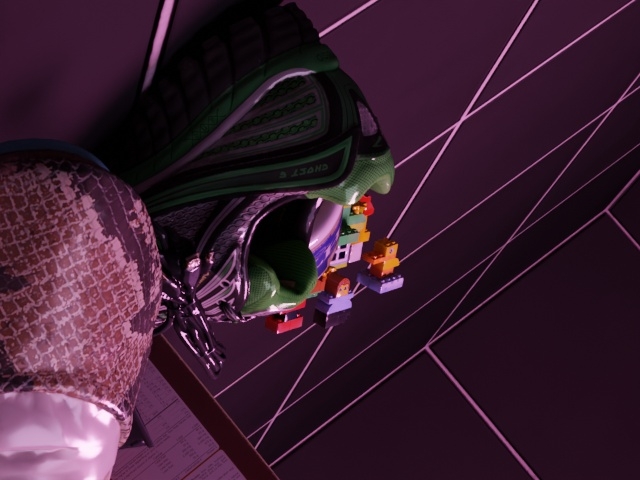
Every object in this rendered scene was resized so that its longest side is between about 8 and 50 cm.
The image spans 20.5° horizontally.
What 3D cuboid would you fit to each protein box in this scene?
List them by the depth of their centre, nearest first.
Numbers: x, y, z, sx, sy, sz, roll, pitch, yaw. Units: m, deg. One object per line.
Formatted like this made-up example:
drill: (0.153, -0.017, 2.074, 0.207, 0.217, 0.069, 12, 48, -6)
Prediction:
protein box: (-0.141, 0.196, 1.571, 0.136, 0.201, 0.200, -38, 169, -9)

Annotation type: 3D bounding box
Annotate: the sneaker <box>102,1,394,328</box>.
sneaker: (-0.096, 0.014, 1.119, 0.343, 0.146, 0.134, -44, 169, 29)

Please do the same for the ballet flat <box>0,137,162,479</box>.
ballet flat: (-0.199, 0.141, 0.965, 0.164, 0.182, 0.483, 5, 149, -27)

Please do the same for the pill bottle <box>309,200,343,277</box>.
pill bottle: (-0.040, -0.018, 1.280, 0.112, 0.112, 0.186, -38, 170, -10)

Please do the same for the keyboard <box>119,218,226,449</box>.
keyboard: (-0.149, 0.056, 1.044, 0.201, 0.033, 0.317, -9, 152, 2)

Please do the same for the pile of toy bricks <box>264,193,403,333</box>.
pile of toy bricks: (0.000, 0.000, 1.576, 0.212, 0.118, 0.105, -16, 123, -45)
